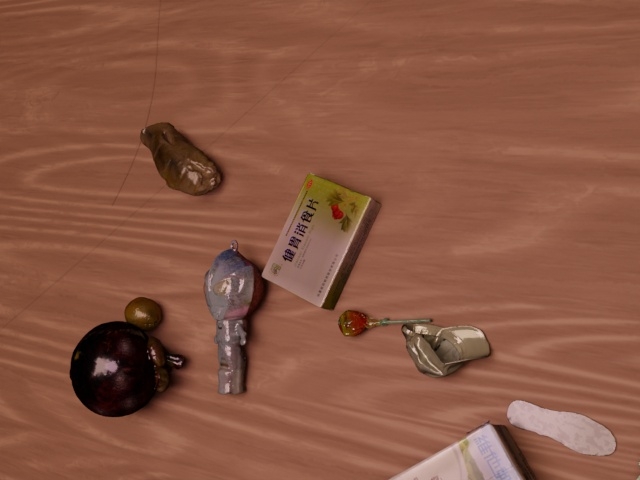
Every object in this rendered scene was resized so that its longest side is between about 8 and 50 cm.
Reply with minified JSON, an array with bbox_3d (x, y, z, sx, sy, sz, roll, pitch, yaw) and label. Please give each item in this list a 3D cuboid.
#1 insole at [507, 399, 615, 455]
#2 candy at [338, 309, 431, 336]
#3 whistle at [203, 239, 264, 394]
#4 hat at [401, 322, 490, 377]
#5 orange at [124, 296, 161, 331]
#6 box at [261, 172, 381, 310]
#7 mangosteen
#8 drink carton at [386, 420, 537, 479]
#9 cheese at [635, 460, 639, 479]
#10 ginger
[{"bbox_3d":[0.429,0.335,1.270,0.193,0.006,0.065,12,84,31],"label":"insole"},{"bbox_3d":[0.130,0.169,1.460,0.200,0.060,0.061,-5,75,21],"label":"candy"},{"bbox_3d":[-0.198,0.171,1.603,0.142,0.133,0.347,-2,86,25],"label":"whistle"},{"bbox_3d":[0.244,0.211,1.377,0.166,0.081,0.122,-9,36,11],"label":"hat"},{"bbox_3d":[-0.438,0.184,1.748,0.095,0.085,0.085,24,90,34],"label":"orange"},{"bbox_3d":[0.000,0.001,1.562,0.175,0.062,0.261,25,91,31],"label":"box"},{"bbox_3d":[-0.451,0.297,1.663,0.265,0.228,0.228,-9,71,-3],"label":"mangosteen"},{"bbox_3d":[0.230,0.490,1.269,0.324,0.132,0.194,-35,63,15],"label":"drink carton"},{"bbox_3d":[0.596,0.488,1.093,0.203,0.083,0.321,-27,65,21],"label":"cheese"},{"bbox_3d":[-0.358,-0.200,1.786,0.263,0.109,0.117,44,127,30],"label":"ginger"}]
